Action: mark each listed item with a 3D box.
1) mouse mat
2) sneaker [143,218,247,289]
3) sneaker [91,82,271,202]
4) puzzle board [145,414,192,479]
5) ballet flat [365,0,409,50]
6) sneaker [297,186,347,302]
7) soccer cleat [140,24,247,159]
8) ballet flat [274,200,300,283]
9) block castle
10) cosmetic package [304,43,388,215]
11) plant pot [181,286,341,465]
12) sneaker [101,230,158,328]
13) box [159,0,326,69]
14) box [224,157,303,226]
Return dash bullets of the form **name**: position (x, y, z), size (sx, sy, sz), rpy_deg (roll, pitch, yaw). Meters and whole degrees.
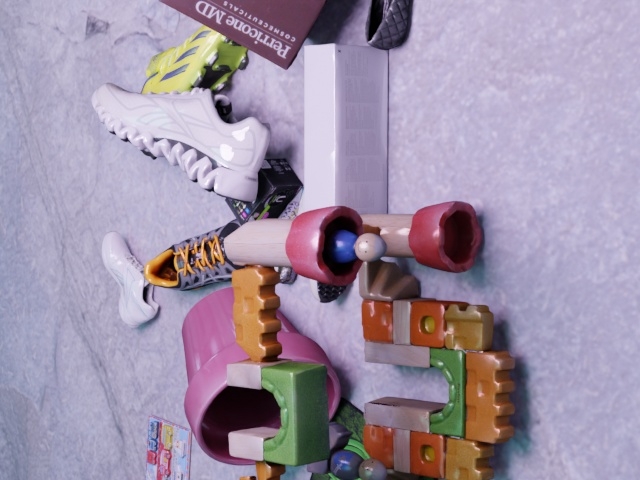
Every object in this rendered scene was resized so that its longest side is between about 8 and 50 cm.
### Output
- **mouse mat**: position (0.065, 0.311, 1.730), size (0.190, 0.007, 0.152), rpy_deg (33, 116, 38)
- **sneaker**: position (-0.162, 0.027, 1.873), size (0.215, 0.083, 0.084), rpy_deg (-27, 74, 41)
- **sneaker**: position (-0.183, -0.157, 1.783), size (0.292, 0.110, 0.118), rpy_deg (29, 101, 27)
- **puzzle board**: position (-0.232, 0.336, 2.016), size (0.096, 0.011, 0.128), rpy_deg (12, 103, 43)
- **ballet flat**: position (0.081, -0.320, 1.630), size (0.057, 0.049, 0.173), rpy_deg (2, 95, 43)
- **sneaker**: position (0.000, 0.000, 1.742), size (0.075, 0.057, 0.161), rpy_deg (6, 99, 60)
- **soccer cleat**: position (-0.195, -0.237, 1.870), size (0.121, 0.093, 0.289), rpy_deg (55, 129, 18)
- **ballet flat**: position (-0.048, 0.004, 1.789), size (0.041, 0.041, 0.114), rpy_deg (17, 105, 42)
- **block castle**: position (0.065, 0.184, 1.513), size (0.213, 0.303, 0.453), rpy_deg (1, 94, 42)
- **cosmetic package**: position (0.031, -0.123, 1.663), size (0.060, 0.099, 0.238), rpy_deg (5, 96, 43)
- **plant pot**: position (-0.096, 0.165, 1.758), size (0.201, 0.201, 0.180), rpy_deg (-60, 39, 29)
- **sneaker**: position (-0.284, 0.053, 2.019), size (0.061, 0.054, 0.152), rpy_deg (-25, 82, 33)
- **box**: position (-0.028, -0.421, 1.610), size (0.191, 0.143, 0.381), rpy_deg (27, 122, -6)
- **box**: position (-0.077, -0.064, 1.795), size (0.083, 0.062, 0.052), rpy_deg (-52, 60, 33)
